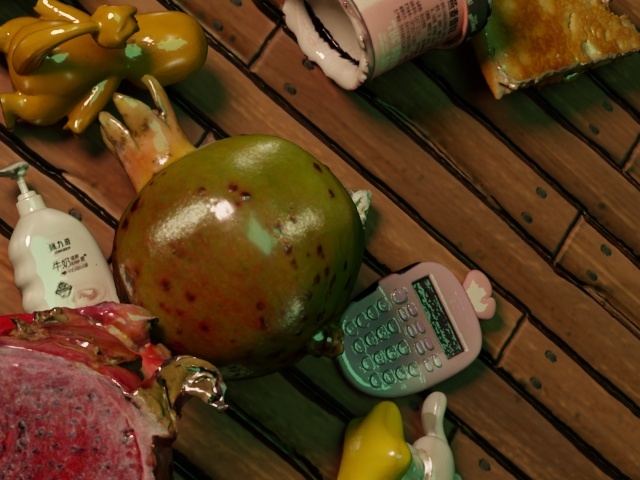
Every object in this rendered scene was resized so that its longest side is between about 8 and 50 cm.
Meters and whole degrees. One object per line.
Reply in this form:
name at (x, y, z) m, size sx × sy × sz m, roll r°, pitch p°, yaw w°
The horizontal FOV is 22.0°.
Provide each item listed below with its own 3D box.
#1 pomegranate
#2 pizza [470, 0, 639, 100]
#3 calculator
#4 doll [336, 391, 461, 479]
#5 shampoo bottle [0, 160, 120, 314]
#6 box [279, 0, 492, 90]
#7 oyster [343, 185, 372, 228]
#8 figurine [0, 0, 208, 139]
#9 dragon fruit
pomegranate at (-0.072, -0.013, 1.247) m, size 0.198 × 0.198 × 0.246 m, roll -24°, pitch 103°, yaw -30°
pizza at (0.212, -0.193, 1.527) m, size 0.193 × 0.053 × 0.201 m, roll 22°, pitch 56°, yaw -18°
calculator at (0.082, 0.074, 1.407) m, size 0.166 × 0.024 × 0.103 m, roll -24°, pitch 87°, yaw -28°
doll at (0.075, 0.181, 1.353) m, size 0.113 × 0.071 × 0.135 m, roll 43°, pitch 57°, yaw -19°
shampoo bottle at (-0.206, 0.009, 1.266) m, size 0.077 × 0.045 × 0.151 m, roll -20°, pitch 85°, yaw -29°
box at (0.047, -0.210, 1.403) m, size 0.135 × 0.151 × 0.151 m, roll -33°, pitch 92°, yaw -20°
oyster at (0.001, 0.000, 1.377) m, size 0.098 × 0.037 × 0.100 m, roll 5°, pitch 74°, yaw -25°
figurine at (-0.167, -0.151, 1.286) m, size 0.176 × 0.122 × 0.121 m, roll -11°, pitch 79°, yaw -28°
dragon fruit at (-0.190, 0.145, 1.154) m, size 0.282 × 0.147 × 0.211 m, roll -27°, pitch 100°, yaw 4°
